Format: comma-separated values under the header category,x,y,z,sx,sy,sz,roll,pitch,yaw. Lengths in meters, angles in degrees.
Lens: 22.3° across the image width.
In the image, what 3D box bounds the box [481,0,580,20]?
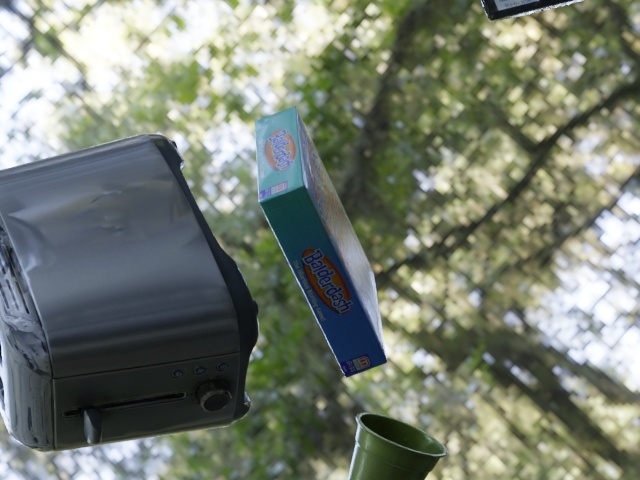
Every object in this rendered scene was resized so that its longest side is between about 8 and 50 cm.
category,x,y,z,sx,sy,sz,roll,pitch,yaw
box,0.252,-0.312,1.468,0.142,0.247,0.163,-32,-75,-33

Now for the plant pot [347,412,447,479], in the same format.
category,x,y,z,sx,sy,sz,roll,pitch,yaw
plant pot,0.056,0.200,1.384,0.083,0.083,0.079,7,-73,-55

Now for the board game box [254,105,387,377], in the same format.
category,x,y,z,sx,sy,sz,roll,pitch,yaw
board game box,0.000,0.000,1.529,0.047,0.160,0.210,-21,-59,9

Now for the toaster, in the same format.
category,x,y,z,sx,sy,sz,roll,pitch,yaw
toaster,-0.140,0.027,1.003,0.146,0.227,0.129,-12,-41,-20
